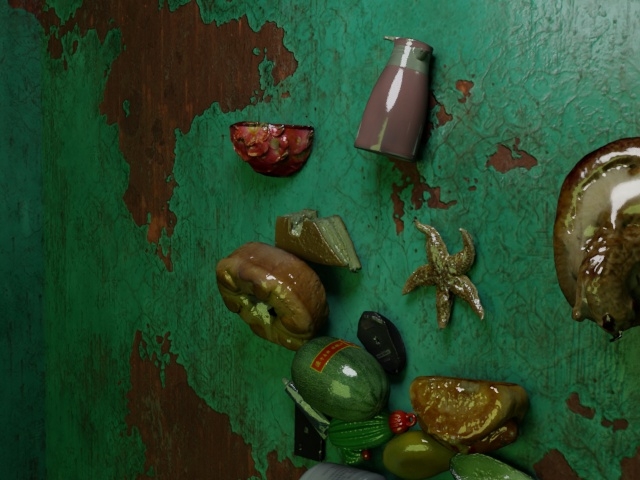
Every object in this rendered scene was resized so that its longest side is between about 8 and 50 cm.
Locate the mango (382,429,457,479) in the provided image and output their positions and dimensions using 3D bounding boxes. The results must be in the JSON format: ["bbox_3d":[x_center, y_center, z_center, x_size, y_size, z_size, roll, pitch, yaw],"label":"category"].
[{"bbox_3d":[0.228,0.483,1.555,0.191,0.085,0.122,-30,105,29],"label":"mango"}]

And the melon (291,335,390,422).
[{"bbox_3d":[0.037,0.325,1.635,0.287,0.182,0.182,18,104,40],"label":"melon"}]

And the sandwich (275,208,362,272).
[{"bbox_3d":[0.000,0.000,1.731,0.235,0.122,0.128,13,105,38],"label":"sandwich"}]

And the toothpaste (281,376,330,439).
[{"bbox_3d":[-0.038,0.435,1.804,0.197,0.034,0.057,45,122,24],"label":"toothpaste"}]

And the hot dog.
[{"bbox_3d":[0.309,0.373,1.456,0.256,0.150,0.153,-3,79,42],"label":"hot dog"}]

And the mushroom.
[{"bbox_3d":[0.541,-0.004,1.148,0.345,0.259,0.346,3,95,41],"label":"mushroom"}]

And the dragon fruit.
[{"bbox_3d":[-0.135,-0.249,1.835,0.261,0.163,0.189,2,120,41],"label":"dragon fruit"}]

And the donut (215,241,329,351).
[{"bbox_3d":[-0.124,0.139,1.758,0.317,0.150,0.299,41,153,6],"label":"donut"}]

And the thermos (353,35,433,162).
[{"bbox_3d":[0.173,-0.323,1.558,0.176,0.146,0.265,23,100,65],"label":"thermos"}]

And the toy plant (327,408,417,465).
[{"bbox_3d":[0.119,0.440,1.665,0.240,0.088,0.155,-44,47,21],"label":"toy plant"}]

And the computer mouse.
[{"bbox_3d":[0.152,0.243,1.647,0.099,0.057,0.172,-32,84,37],"label":"computer mouse"}]

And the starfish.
[{"bbox_3d":[0.271,0.080,1.528,0.236,0.062,0.277,-49,63,33],"label":"starfish"}]

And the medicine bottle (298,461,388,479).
[{"bbox_3d":[0.098,0.662,1.583,0.306,0.245,0.245,1,93,37],"label":"medicine bottle"}]

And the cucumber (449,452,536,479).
[{"bbox_3d":[0.382,0.522,1.430,0.244,0.063,0.115,31,77,33],"label":"cucumber"}]

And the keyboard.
[{"bbox_3d":[-0.029,0.428,1.835,0.106,0.027,0.317,4,95,38],"label":"keyboard"}]
